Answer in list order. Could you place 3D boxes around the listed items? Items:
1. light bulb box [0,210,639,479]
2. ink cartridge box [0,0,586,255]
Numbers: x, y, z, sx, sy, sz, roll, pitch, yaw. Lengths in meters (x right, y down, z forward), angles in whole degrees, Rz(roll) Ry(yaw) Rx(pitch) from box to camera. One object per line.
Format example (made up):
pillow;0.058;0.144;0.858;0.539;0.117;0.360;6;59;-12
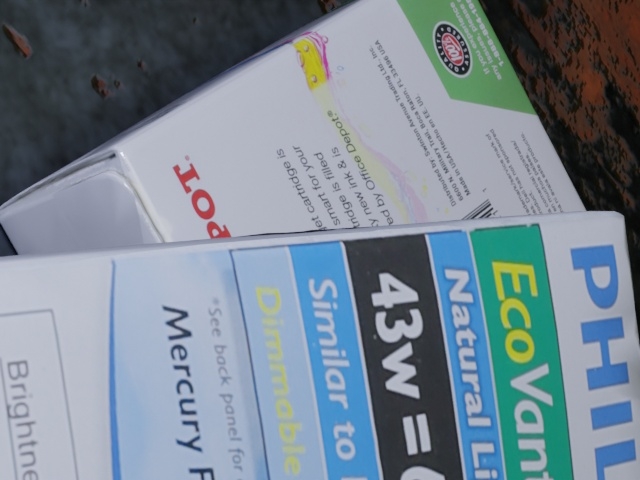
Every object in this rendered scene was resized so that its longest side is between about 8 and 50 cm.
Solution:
light bulb box;-0.060;0.182;0.682;0.361;0.225;0.357;-6;88;-45
ink cartridge box;0.000;0.000;1.013;0.278;0.117;0.201;-35;101;-42
